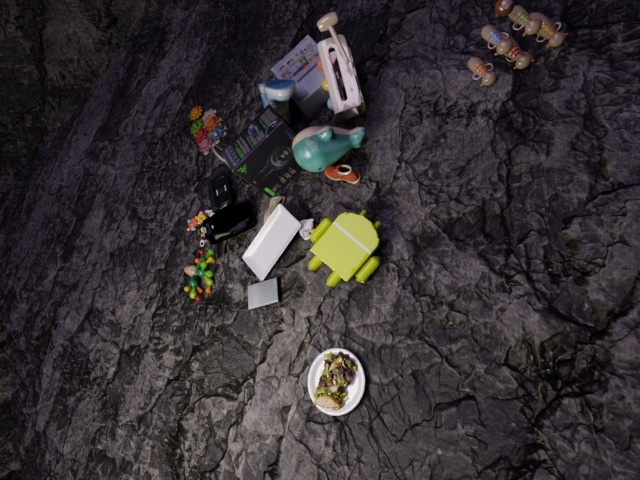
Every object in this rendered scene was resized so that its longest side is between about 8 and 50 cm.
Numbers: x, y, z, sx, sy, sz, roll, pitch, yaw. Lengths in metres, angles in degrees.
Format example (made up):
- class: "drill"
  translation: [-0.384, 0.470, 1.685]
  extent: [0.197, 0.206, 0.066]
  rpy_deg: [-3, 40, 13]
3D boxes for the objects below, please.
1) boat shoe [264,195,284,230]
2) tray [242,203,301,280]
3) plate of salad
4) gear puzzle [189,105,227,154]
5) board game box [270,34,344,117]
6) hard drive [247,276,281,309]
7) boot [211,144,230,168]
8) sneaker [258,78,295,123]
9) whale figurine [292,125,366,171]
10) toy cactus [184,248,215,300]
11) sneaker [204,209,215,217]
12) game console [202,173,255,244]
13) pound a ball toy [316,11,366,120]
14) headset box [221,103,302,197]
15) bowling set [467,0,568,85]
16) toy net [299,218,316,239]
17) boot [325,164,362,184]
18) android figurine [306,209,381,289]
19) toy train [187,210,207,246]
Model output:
- class: "boat shoe"
  translation: [-0.178, -0.106, 1.615]
  extent: [0.048, 0.056, 0.152]
  rpy_deg: [-2, 63, 36]
- class: "tray"
  translation: [-0.181, 0.007, 1.558]
  extent: [0.145, 0.030, 0.270]
  rpy_deg: [45, 107, 31]
- class: "plate of salad"
  translation: [0.041, 0.432, 1.268]
  extent: [0.200, 0.048, 0.199]
  rpy_deg: [-12, 65, 28]
- class: "gear puzzle"
  translation: [-0.583, -0.584, 2.056]
  extent: [0.175, 0.044, 0.339]
  rpy_deg: [-41, 55, 11]
- class: "board game box"
  translation: [-0.053, -0.702, 1.753]
  extent: [0.224, 0.097, 0.303]
  rpy_deg: [-38, 57, 12]
- class: "hard drive"
  translation: [-0.209, 0.198, 1.529]
  extent: [0.135, 0.022, 0.094]
  rpy_deg: [-18, 62, 24]
- class: "boot"
  translation: [-0.362, -0.402, 1.828]
  extent: [0.178, 0.085, 0.236]
  rpy_deg: [-49, 61, 2]
- class: "sneaker"
  translation: [-0.160, -0.538, 1.672]
  extent: [0.127, 0.208, 0.319]
  rpy_deg: [-14, 26, -10]
- class: "whale figurine"
  translation: [0.037, -0.331, 1.493]
  extent: [0.272, 0.216, 0.141]
  rpy_deg: [-11, 75, -2]
- class: "toy cactus"
  translation: [-0.513, 0.133, 1.702]
  extent: [0.181, 0.112, 0.218]
  rpy_deg: [5, 82, 43]
- class: "sneaker"
  translation: [-0.475, -0.119, 1.818]
  extent: [0.083, 0.032, 0.036]
  rpy_deg: [-9, 83, 31]
- class: "game console"
  translation: [-0.406, -0.155, 1.758]
  extent: [0.213, 0.044, 0.361]
  rpy_deg: [-23, 53, 4]
- class: "pound a ball toy"
  translation: [0.054, -0.626, 1.513]
  extent: [0.136, 0.208, 0.319]
  rpy_deg: [-15, 90, 15]
- class: "headset box"
  translation: [-0.204, -0.332, 1.601]
  extent: [0.283, 0.246, 0.131]
  rpy_deg: [-41, 55, 10]
- class: "bowling set"
  translation: [0.592, -0.632, 1.279]
  extent: [0.287, 0.200, 0.154]
  rpy_deg: [-36, 58, 19]
- class: "toy net"
  translation: [0.000, 0.000, 1.472]
  extent: [0.232, 0.045, 0.122]
  rpy_deg: [27, 88, 37]
- class: "boot"
  translation: [0.069, -0.256, 1.507]
  extent: [0.158, 0.085, 0.059]
  rpy_deg: [19, 83, 37]
- class: "android figurine"
  translation: [0.085, 0.021, 1.361]
  extent: [0.248, 0.056, 0.272]
  rpy_deg: [39, 90, 17]
- class: "toy train"
  translation: [-0.520, -0.055, 1.809]
  extent: [0.166, 0.046, 0.125]
  rpy_deg: [50, 116, 29]
